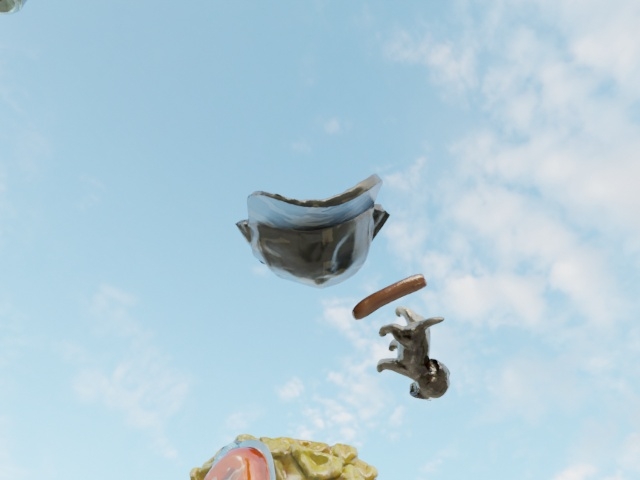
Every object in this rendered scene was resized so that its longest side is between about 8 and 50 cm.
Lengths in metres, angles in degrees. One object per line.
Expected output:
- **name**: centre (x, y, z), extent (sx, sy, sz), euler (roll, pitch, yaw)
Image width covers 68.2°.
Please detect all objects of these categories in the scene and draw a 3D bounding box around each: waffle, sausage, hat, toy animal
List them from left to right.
- **waffle**: centre (-0.062, 0.435, 0.711), extent (0.323, 0.262, 0.151), euler (0, -28, 9)
- **hat**: centre (0.000, 0.000, 1.007), extent (0.365, 0.382, 0.258), euler (-11, -82, -3)
- **sausage**: centre (0.153, 0.127, 1.070), extent (0.186, 0.043, 0.043), euler (-26, -62, -1)
- **toy animal**: centre (0.230, 0.277, 1.160), extent (0.168, 0.121, 0.234), euler (5, -63, 35)

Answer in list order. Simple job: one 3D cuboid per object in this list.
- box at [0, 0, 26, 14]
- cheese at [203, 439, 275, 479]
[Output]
- **box**: centre (-0.554, -0.513, 0.715), extent (0.175, 0.183, 0.312), euler (3, -27, 3)
- **cheese**: centre (-0.065, 0.261, 0.379), extent (0.106, 0.256, 0.037), euler (-46, -64, 6)
